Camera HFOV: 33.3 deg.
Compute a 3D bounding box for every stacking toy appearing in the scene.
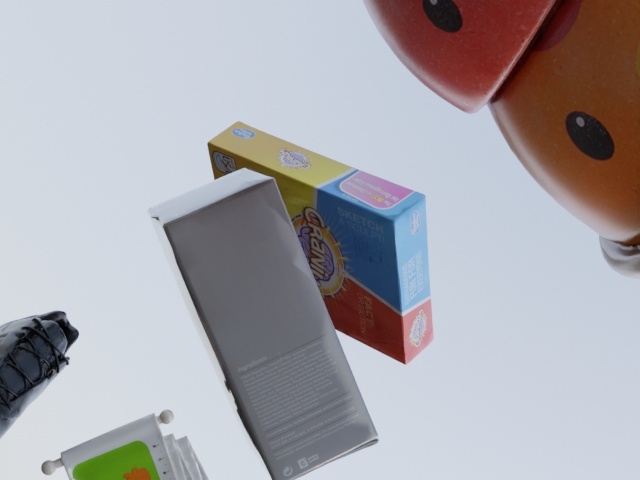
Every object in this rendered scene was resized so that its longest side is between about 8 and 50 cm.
[{"bbox_3d":[0.073,-0.218,0.605,0.480,0.350,0.350,25,-37,1],"label":"stacking toy"}]

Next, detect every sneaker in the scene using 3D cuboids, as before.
[{"bbox_3d":[-0.339,0.139,1.145,0.109,0.130,0.286,60,7,-16],"label":"sneaker"}]

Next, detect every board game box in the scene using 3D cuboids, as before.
[{"bbox_3d":[0.000,0.000,1.409,0.316,0.064,0.242,24,-42,35],"label":"board game box"}]

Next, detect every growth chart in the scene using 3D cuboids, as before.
[{"bbox_3d":[-0.180,0.304,1.155,0.237,0.172,0.021,59,-9,-4],"label":"growth chart"}]

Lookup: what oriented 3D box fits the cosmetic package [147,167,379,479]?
[{"bbox_3d":[-0.051,0.066,0.889,0.127,0.107,0.238,-149,-141,-71],"label":"cosmetic package"}]
